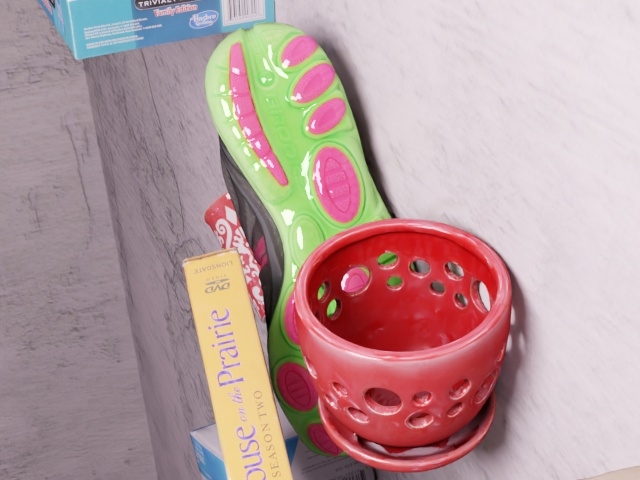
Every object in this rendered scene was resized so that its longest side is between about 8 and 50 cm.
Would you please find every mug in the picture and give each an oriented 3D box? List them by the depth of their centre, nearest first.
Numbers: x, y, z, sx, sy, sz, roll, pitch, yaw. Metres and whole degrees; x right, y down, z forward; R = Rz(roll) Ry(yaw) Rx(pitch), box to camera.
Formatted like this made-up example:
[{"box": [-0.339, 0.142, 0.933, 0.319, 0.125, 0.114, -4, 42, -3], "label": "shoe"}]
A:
[{"box": [-0.071, 0.011, 1.368, 0.169, 0.113, 0.150, 64, 159, 19], "label": "mug"}]

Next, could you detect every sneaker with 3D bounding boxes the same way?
[{"box": [0.000, 0.000, 1.139, 0.202, 0.185, 0.483, -125, 24, -86], "label": "sneaker"}]

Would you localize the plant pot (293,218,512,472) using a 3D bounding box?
[{"box": [0.074, 0.100, 0.934, 0.191, 0.191, 0.174, -127, 26, -45], "label": "plant pot"}]

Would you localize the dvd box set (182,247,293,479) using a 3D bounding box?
[{"box": [-0.054, 0.259, 1.021, 0.307, 0.062, 0.420, 88, 168, -64], "label": "dvd box set"}]

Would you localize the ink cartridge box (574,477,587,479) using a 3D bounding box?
[{"box": [0.148, 0.327, 0.825, 0.088, 0.235, 0.193, 110, 139, -65], "label": "ink cartridge box"}]

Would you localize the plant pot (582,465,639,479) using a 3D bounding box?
[{"box": [0.232, 0.222, 0.717, 0.109, 0.096, 0.109, 40, 142, 41], "label": "plant pot"}]

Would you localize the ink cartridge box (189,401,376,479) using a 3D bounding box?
[{"box": [-0.037, 0.380, 1.417, 0.197, 0.198, 0.270, -176, 72, -68], "label": "ink cartridge box"}]

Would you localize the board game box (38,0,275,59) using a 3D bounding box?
[{"box": [-0.242, -0.353, 1.339, 0.336, 0.254, 0.079, -131, 33, -49], "label": "board game box"}]
